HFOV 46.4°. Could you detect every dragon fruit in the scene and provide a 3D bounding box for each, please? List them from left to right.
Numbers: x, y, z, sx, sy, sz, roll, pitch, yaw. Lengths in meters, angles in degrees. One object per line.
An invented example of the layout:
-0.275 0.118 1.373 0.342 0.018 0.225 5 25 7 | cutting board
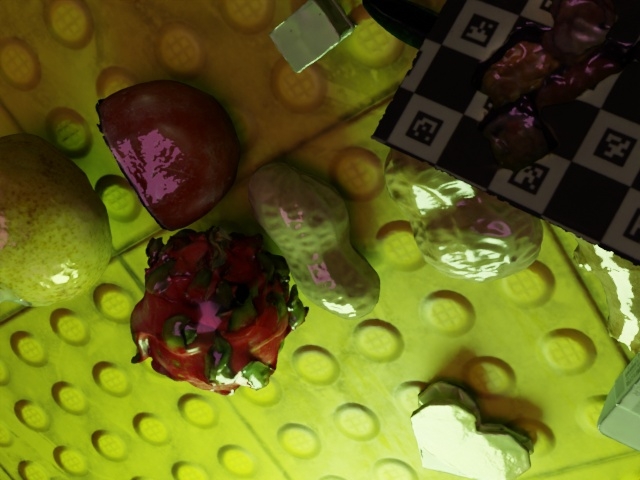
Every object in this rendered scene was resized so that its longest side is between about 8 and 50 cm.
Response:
-0.152 0.111 1.126 0.231 0.237 0.303 11 145 29 | dragon fruit

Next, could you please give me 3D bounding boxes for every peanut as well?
0.000 0.000 1.084 0.125 0.111 0.275 -28 109 14 | peanut
0.177 -0.044 0.978 0.196 0.110 0.233 -15 110 55 | peanut

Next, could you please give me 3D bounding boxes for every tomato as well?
-0.197 -0.135 1.059 0.155 0.181 0.214 -25 116 10 | tomato

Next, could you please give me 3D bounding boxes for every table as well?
-0.007 -0.268 0.950 0.079 0.083 0.062 -30 103 31 | table

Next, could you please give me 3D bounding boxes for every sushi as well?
0.291 -0.175 0.799 0.359 0.064 0.343 28 86 22 | sushi

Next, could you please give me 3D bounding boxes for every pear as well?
-0.446 -0.027 1.139 0.271 0.271 0.271 8 120 15 | pear

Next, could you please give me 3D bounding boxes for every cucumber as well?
0.164 -0.230 0.903 0.284 0.056 0.056 38 124 15 | cucumber

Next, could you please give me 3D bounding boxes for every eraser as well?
0.501 0.148 1.010 0.089 0.061 0.352 26 123 4 | eraser

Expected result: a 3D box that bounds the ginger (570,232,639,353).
0.409 -0.036 0.924 0.236 0.166 0.375 -30 121 15 | ginger

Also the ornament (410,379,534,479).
0.224 0.331 1.211 0.201 0.059 0.180 36 126 -4 | ornament
